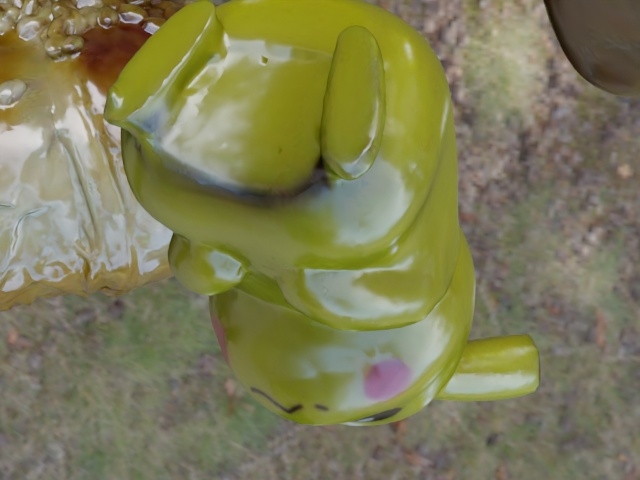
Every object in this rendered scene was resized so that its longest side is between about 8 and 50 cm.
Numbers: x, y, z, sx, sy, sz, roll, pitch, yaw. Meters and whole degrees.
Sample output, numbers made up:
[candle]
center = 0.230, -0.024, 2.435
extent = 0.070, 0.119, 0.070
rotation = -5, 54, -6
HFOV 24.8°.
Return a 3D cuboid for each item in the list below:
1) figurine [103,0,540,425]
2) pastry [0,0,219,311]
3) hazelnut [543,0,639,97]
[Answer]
[figurine]
center = -0.001, -0.004, 0.804
extent = 0.169, 0.218, 0.327
rotation = -57, 151, -31
[pastry]
center = -0.226, -0.095, 1.191
extent = 0.409, 0.409, 0.245
rotation = -13, 107, -33
[hazelnut]
center = 0.143, -0.131, 0.381
extent = 0.212, 0.181, 0.181
rotation = -21, 108, -76
